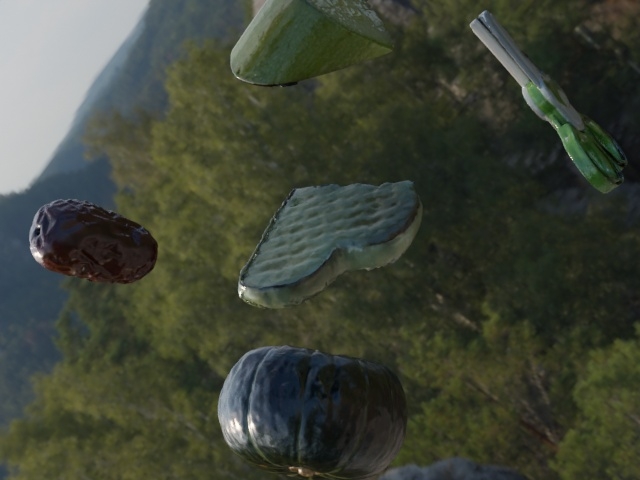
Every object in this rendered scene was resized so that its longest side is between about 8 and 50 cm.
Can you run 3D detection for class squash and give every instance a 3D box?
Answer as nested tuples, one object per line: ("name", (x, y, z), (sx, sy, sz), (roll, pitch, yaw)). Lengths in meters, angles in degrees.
("squash", (-0.010, 0.226, 1.271), (0.252, 0.252, 0.165), (-31, 45, 60))
("squash", (-0.028, -0.324, 1.517), (0.155, 0.204, 0.237), (-61, 36, 30))

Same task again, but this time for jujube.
("jujube", (-0.223, 0.002, 0.964), (0.077, 0.129, 0.077), (-30, 53, 50))

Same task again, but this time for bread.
("bread", (0.000, 0.000, 1.072), (0.232, 0.064, 0.172), (-28, 37, -16))

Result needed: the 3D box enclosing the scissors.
("scissors", (0.214, -0.133, 0.911), (0.027, 0.204, 0.101), (-40, 6, 30))
